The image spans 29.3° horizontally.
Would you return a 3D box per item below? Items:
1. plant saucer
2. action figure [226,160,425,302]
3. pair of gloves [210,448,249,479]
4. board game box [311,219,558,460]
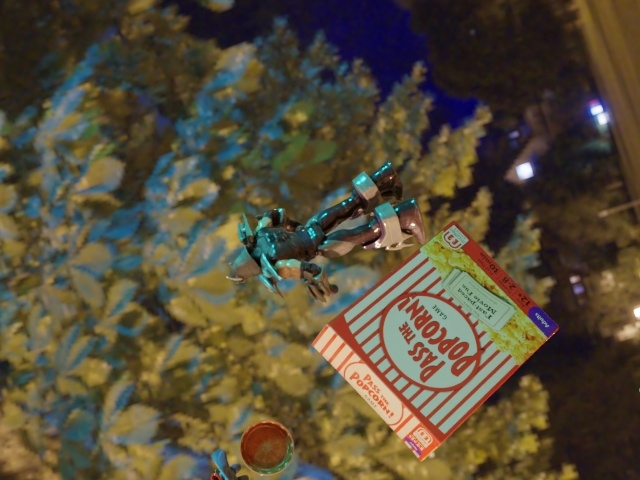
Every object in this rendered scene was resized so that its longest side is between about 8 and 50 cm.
[{"bbox_3d":[-0.082,0.314,1.854,0.013,0.084,0.083,122,133,-72],"label":"plant saucer"},{"bbox_3d":[0.000,0.000,1.725,0.099,0.285,0.185,79,165,-52],"label":"action figure"},{"bbox_3d":[-0.092,0.359,1.576,0.198,0.023,0.159,59,-177,11],"label":"pair of gloves"},{"bbox_3d":[0.110,0.089,1.137,0.147,0.045,0.193,46,-126,9],"label":"board game box"}]
